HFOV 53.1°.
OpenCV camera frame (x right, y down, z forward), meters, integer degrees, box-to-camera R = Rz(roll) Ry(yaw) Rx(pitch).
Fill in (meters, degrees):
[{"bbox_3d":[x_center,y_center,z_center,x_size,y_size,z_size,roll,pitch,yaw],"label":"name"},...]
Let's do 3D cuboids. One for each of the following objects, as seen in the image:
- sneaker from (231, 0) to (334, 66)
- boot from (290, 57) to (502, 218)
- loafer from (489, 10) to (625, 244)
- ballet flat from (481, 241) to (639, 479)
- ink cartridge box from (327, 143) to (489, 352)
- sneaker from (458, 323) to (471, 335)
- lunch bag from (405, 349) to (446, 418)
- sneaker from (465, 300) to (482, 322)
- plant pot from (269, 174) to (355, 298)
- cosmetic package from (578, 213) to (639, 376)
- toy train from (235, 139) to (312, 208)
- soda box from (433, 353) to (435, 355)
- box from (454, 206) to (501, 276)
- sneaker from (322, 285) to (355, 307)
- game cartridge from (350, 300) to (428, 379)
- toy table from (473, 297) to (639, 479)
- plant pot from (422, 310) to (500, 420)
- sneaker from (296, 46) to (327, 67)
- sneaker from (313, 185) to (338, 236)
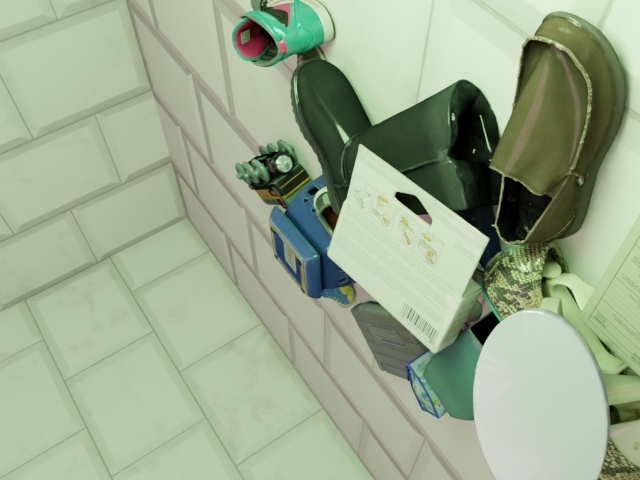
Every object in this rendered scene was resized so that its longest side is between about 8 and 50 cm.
[{"bbox_3d":[-0.120,-0.464,1.384,0.295,0.178,0.123,41,153,45],"label":"sneaker"},{"bbox_3d":[0.122,-0.212,1.184,0.445,0.146,0.367,-1,113,68],"label":"boot"},{"bbox_3d":[0.307,-0.121,0.870,0.134,0.130,0.365,41,153,43],"label":"loafer"},{"bbox_3d":[0.438,0.215,1.019,0.182,0.164,0.482,-35,82,51],"label":"ballet flat"},{"bbox_3d":[0.154,0.008,1.124,0.296,0.066,0.261,42,134,31],"label":"ink cartridge box"},{"bbox_3d":[0.304,0.173,1.432,0.067,0.042,0.118,44,163,49],"label":"sneaker"},{"bbox_3d":[0.287,0.335,1.574,0.151,0.129,0.096,65,160,-14],"label":"lunch bag"},{"bbox_3d":[0.241,0.088,1.360,0.330,0.146,0.122,-106,29,-64],"label":"sneaker"},{"bbox_3d":[0.000,0.000,1.696,0.236,0.212,0.236,50,159,30],"label":"plant pot"},{"bbox_3d":[0.450,0.044,0.772,0.160,0.113,0.309,50,159,29],"label":"cosmetic package"},{"bbox_3d":[-0.136,-0.184,1.910,0.190,0.142,0.334,55,163,-15],"label":"toy train"},{"bbox_3d":[0.375,0.322,1.391,0.286,0.091,0.098,31,145,55],"label":"soda box"},{"bbox_3d":[0.276,-0.038,1.214,0.136,0.037,0.225,29,143,57],"label":"box"},{"bbox_3d":[0.031,0.141,1.948,0.091,0.126,0.240,45,155,38],"label":"sneaker"},{"bbox_3d":[0.217,0.283,1.791,0.230,0.068,0.355,67,160,-7],"label":"game cartridge"},{"bbox_3d":[0.327,0.224,0.923,0.252,0.161,0.274,11,100,30],"label":"toy table"},{"bbox_3d":[0.314,0.242,1.223,0.165,0.166,0.234,56,144,12],"label":"plant pot"},{"bbox_3d":[-0.025,-0.366,1.424,0.192,0.086,0.064,59,161,4],"label":"sneaker"},{"bbox_3d":[0.082,-0.005,1.497,0.271,0.100,0.108,44,-160,-11],"label":"sneaker"}]
